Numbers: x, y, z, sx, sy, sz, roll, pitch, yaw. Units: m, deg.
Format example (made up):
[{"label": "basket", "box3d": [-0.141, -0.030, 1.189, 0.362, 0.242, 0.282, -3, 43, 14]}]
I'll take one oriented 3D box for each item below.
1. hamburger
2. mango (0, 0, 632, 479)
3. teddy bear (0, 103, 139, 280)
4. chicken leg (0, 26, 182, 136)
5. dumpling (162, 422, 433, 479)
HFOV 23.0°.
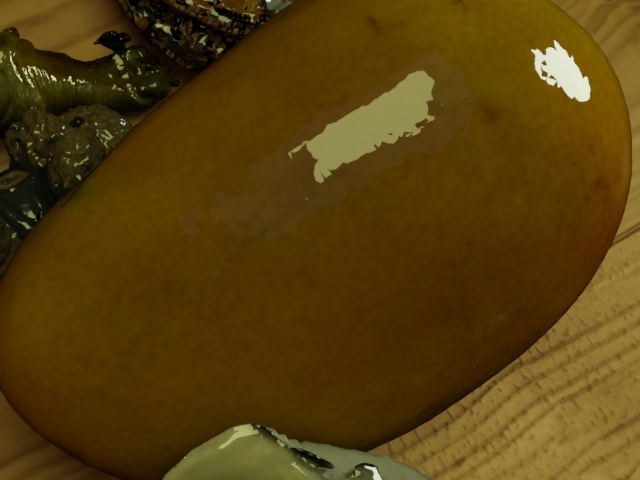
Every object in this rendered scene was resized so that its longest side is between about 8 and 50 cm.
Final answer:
[{"label": "hamburger", "box3d": [-0.062, -0.229, 1.200, 0.231, 0.107, 0.231, 9, 56, -14]}, {"label": "mango", "box3d": [0.000, 0.000, 1.018, 0.446, 0.300, 0.232, -30, 40, -15]}, {"label": "teddy bear", "box3d": [-0.220, -0.016, 1.058, 0.251, 0.182, 0.129, -25, 113, -40]}, {"label": "chicken leg", "box3d": [-0.218, -0.117, 1.142, 0.228, 0.103, 0.088, -4, 72, -32]}, {"label": "dumpling", "box3d": [0.000, 0.232, 0.987, 0.227, 0.175, 0.243, -44, 82, 18]}]
